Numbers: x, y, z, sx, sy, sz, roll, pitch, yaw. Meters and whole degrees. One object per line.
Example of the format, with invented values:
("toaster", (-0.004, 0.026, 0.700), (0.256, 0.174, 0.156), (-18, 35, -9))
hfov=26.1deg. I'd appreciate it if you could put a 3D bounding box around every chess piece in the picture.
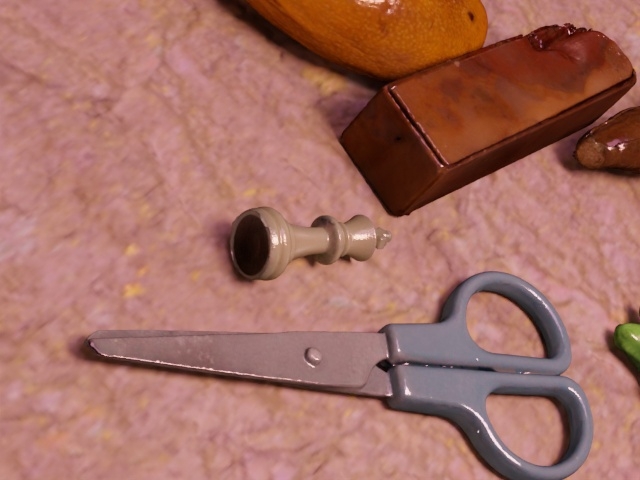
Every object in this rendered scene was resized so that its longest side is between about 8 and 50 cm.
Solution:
("chess piece", (0.000, 0.000, 1.122), (0.149, 0.059, 0.059), (-3, 64, -41))

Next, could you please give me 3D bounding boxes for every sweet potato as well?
("sweet potato", (0.355, -0.123, 1.403), (0.112, 0.085, 0.286), (40, 51, 24))

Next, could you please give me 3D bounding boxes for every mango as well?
("mango", (0.037, -0.241, 1.245), (0.295, 0.120, 0.177), (22, 54, -19))

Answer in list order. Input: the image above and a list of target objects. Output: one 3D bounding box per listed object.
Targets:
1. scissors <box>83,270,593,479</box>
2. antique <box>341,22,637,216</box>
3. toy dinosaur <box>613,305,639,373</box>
("scissors", (0.027, 0.097, 1.088), (0.447, 0.029, 0.192), (7, 58, -29))
("antique", (0.165, -0.124, 1.276), (0.310, 0.087, 0.093), (-25, 76, -39))
("toy dinosaur", (0.545, 0.184, 1.288), (0.374, 0.144, 0.500), (-32, 77, -36))
